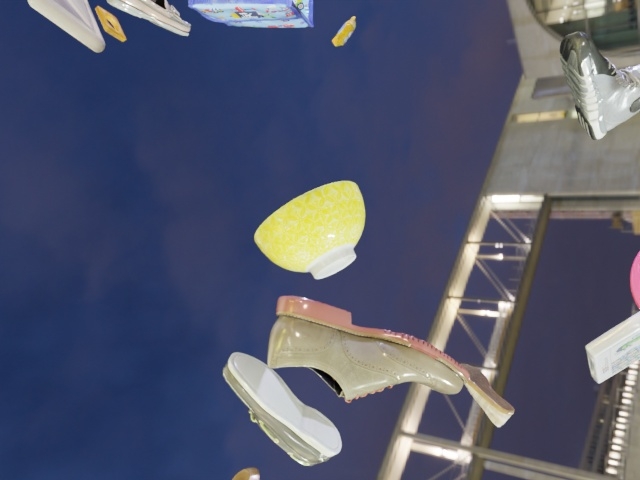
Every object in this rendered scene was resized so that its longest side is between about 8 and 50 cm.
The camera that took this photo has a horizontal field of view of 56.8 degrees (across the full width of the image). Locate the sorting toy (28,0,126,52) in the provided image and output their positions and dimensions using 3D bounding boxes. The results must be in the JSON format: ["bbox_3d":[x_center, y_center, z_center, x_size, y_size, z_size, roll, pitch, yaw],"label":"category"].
[{"bbox_3d":[-0.510,-0.468,1.138,0.347,0.047,0.196,31,-148,-61],"label":"sorting toy"}]

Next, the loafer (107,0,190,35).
[{"bbox_3d":[-0.214,-0.301,0.765,0.125,0.045,0.039,3,-64,-55],"label":"loafer"}]

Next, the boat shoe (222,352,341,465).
[{"bbox_3d":[-0.093,0.355,1.220,0.305,0.091,0.109,43,-156,-11],"label":"boat shoe"}]

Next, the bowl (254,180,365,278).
[{"bbox_3d":[0.000,0.000,1.439,0.289,0.289,0.156,-6,-116,-55],"label":"bowl"}]

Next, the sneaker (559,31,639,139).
[{"bbox_3d":[0.466,-0.268,0.938,0.228,0.132,0.086,43,-154,-50],"label":"sneaker"}]

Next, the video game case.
[{"bbox_3d":[0.387,0.106,0.694,0.143,0.157,0.019,44,-167,-54],"label":"video game case"}]

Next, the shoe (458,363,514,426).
[{"bbox_3d":[0.432,0.413,1.598,0.076,0.219,0.058,7,-68,-27],"label":"shoe"}]

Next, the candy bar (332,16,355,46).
[{"bbox_3d":[0.039,-0.321,0.907,0.018,0.040,0.161,38,-158,-11],"label":"candy bar"}]

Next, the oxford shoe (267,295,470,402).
[{"bbox_3d":[0.076,0.203,0.957,0.348,0.123,0.130,21,-108,-10],"label":"oxford shoe"}]

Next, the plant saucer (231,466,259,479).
[{"bbox_3d":[-0.151,0.464,1.121,0.015,0.083,0.083,46,-128,-20],"label":"plant saucer"}]

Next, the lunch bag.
[{"bbox_3d":[-0.146,-0.542,1.307,0.293,0.220,0.138,-63,-24,-68],"label":"lunch bag"}]

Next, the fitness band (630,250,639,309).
[{"bbox_3d":[0.670,0.085,0.972,0.054,0.290,0.209,35,-103,-56],"label":"fitness band"}]
